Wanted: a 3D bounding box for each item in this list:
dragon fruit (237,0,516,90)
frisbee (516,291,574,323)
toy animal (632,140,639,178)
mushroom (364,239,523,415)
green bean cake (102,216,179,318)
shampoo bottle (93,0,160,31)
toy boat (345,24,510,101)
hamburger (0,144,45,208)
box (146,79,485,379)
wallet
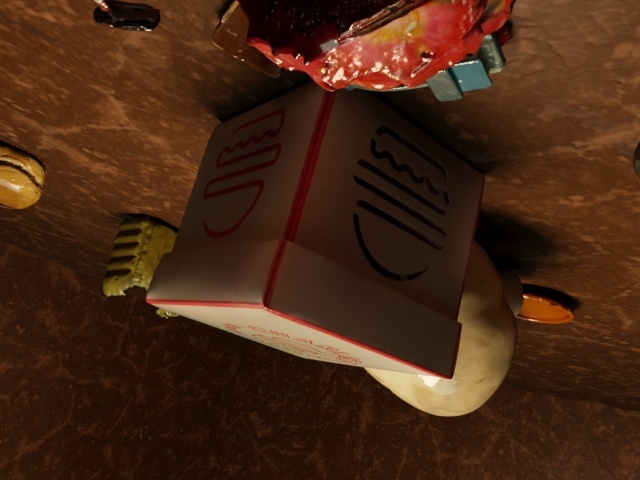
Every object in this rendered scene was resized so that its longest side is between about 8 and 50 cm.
[{"bbox_3d":[0.062,-0.193,0.435,0.262,0.163,0.189,-8,-178,35],"label":"dragon fruit"},{"bbox_3d":[0.461,0.140,1.293,0.192,0.035,0.192,15,162,5],"label":"frisbee"},{"bbox_3d":[0.396,-0.095,0.530,0.146,0.114,0.245,13,142,-14],"label":"toy animal"},{"bbox_3d":[0.203,0.148,1.058,0.353,0.325,0.353,10,155,5],"label":"mushroom"},{"bbox_3d":[-0.433,0.074,1.551,0.124,0.233,0.236,-4,155,35],"label":"green bean cake"},{"bbox_3d":[-0.263,-0.293,0.526,0.153,0.071,0.284,1,161,21],"label":"shampoo bottle"},{"bbox_3d":[0.101,-0.175,0.585,0.173,0.058,0.069,3,159,35],"label":"toy boat"},{"bbox_3d":[-0.727,-0.152,1.319,0.214,0.108,0.213,12,158,5],"label":"hamburger"},{"bbox_3d":[0.000,0.000,0.813,0.314,0.300,0.312,26,160,-34],"label":"box"},{"bbox_3d":[-0.043,-0.230,0.597,0.095,0.026,0.176,21,160,-24],"label":"wallet"}]
